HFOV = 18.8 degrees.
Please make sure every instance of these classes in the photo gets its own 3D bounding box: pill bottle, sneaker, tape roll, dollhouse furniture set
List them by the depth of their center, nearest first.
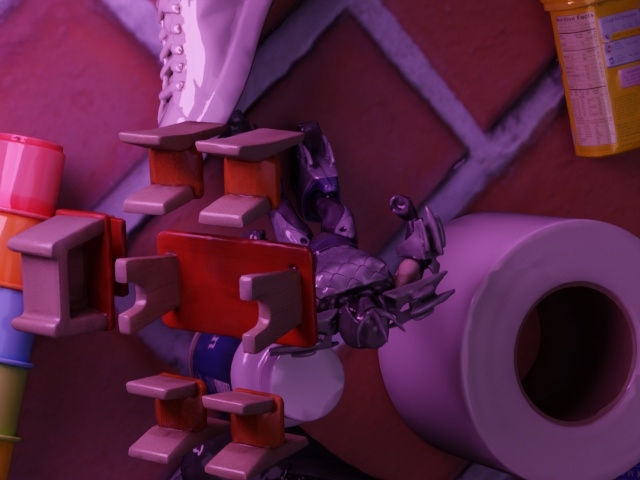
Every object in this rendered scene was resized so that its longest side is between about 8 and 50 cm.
[{"bbox_3d":[-0.113,0.033,1.558,0.135,0.259,0.262,-20,113,-55],"label":"dollhouse furniture set"},{"bbox_3d":[-0.115,-0.191,1.682,0.123,0.106,0.290,23,74,-17],"label":"sneaker"},{"bbox_3d":[-0.045,0.112,1.687,0.094,0.169,0.094,-2,94,-25],"label":"pill bottle"},{"bbox_3d":[0.011,0.237,1.743,0.286,0.130,0.109,22,86,-23],"label":"sneaker"},{"bbox_3d":[0.196,0.097,1.796,0.246,0.169,0.246,-1,93,-25],"label":"tape roll"}]

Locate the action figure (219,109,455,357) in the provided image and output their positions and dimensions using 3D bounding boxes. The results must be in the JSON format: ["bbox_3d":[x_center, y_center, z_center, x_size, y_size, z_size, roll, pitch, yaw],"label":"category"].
[{"bbox_3d":[0.000,0.000,1.643,0.185,0.285,0.099,-8,128,-19],"label":"action figure"}]

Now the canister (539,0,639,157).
[{"bbox_3d":[0.289,-0.175,1.874,0.126,0.073,0.170,-16,101,-23],"label":"canister"}]

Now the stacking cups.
[{"bbox_3d":[-0.282,0.068,1.631,0.096,0.096,0.316,12,84,-25],"label":"stacking cups"}]

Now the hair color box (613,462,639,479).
[{"bbox_3d":[0.357,0.354,1.877,0.185,0.110,0.339,-2,97,-59],"label":"hair color box"}]
